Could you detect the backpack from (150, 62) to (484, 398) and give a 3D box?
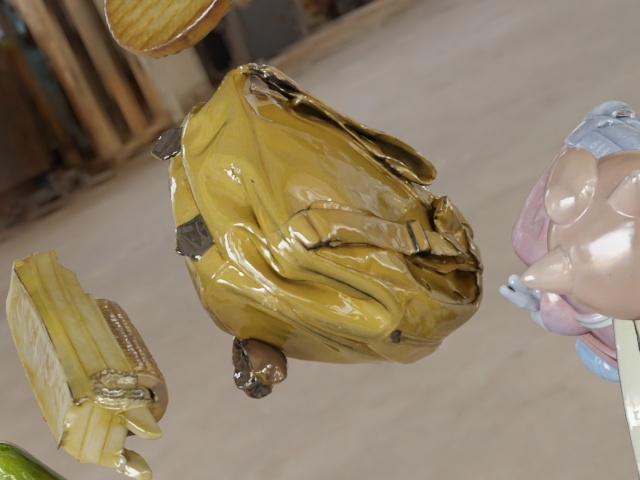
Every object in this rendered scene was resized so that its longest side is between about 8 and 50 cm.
[{"bbox_3d":[0.004,-0.002,1.833,0.201,0.378,0.353,-45,35,30],"label":"backpack"}]

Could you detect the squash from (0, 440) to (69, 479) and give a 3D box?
[{"bbox_3d":[-0.260,0.272,1.729,0.066,0.229,0.066,-34,34,28],"label":"squash"}]

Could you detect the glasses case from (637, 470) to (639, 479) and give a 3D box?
[{"bbox_3d":[0.377,0.226,1.880,0.039,0.184,0.078,2,-26,-16],"label":"glasses case"}]

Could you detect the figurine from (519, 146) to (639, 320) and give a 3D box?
[{"bbox_3d":[0.210,-0.007,1.167,0.125,0.125,0.138,-14,-12,43],"label":"figurine"}]

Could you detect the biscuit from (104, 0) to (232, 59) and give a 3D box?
[{"bbox_3d":[-0.177,-0.387,2.266,0.040,0.318,0.318,23,-24,-38],"label":"biscuit"}]

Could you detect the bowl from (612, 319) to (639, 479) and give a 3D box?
[{"bbox_3d":[0.311,0.141,1.351,0.126,0.238,0.238,-11,12,2],"label":"bowl"}]

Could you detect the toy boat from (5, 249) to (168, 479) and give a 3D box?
[{"bbox_3d":[-0.220,0.115,1.655,0.115,0.089,0.310,2,29,-27],"label":"toy boat"}]

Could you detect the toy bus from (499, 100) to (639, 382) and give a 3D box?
[{"bbox_3d":[0.321,0.022,1.730,0.232,0.294,0.197,-49,40,2],"label":"toy bus"}]
